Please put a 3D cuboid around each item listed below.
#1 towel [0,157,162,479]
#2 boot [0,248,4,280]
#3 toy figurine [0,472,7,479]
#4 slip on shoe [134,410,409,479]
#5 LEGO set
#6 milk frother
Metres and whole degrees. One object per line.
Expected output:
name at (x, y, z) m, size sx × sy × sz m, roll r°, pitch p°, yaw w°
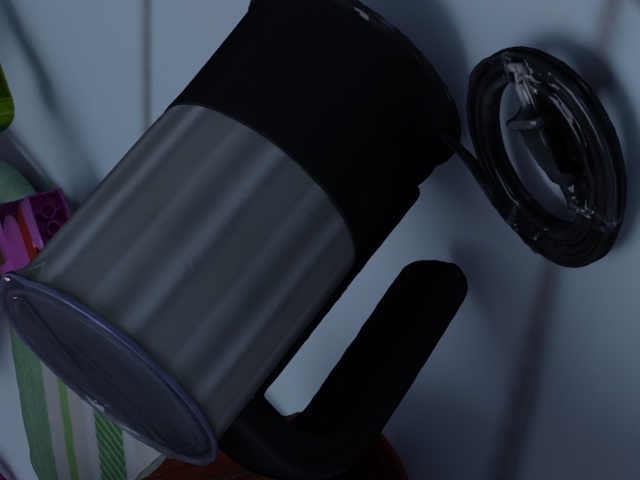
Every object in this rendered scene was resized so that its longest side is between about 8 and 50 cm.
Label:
towel at (-0.082, 0.131, 0.896) m, size 0.325 × 0.038 × 0.248 m, roll 42°, pitch 145°, yaw 42°
boot at (-0.270, -0.024, 1.034) m, size 0.236 × 0.089 × 0.269 m, roll 56°, pitch 157°, yaw 8°
toy figurine at (-0.256, 0.239, 1.271) m, size 0.173 × 0.130 × 0.159 m, roll -128°, pitch 30°, yaw -83°
slip on shoe at (-0.020, 0.122, 0.544) m, size 0.123 × 0.101 × 0.331 m, roll 64°, pitch -172°, yaw -4°
LEGO set at (-0.207, -0.066, 0.860) m, size 0.093 × 0.087 × 0.227 m, roll -31°, pitch 77°, yaw 58°
milk frother at (0.000, 0.000, 0.504) m, size 0.129 × 0.135 × 0.143 m, roll 41°, pitch 157°, yaw -7°
